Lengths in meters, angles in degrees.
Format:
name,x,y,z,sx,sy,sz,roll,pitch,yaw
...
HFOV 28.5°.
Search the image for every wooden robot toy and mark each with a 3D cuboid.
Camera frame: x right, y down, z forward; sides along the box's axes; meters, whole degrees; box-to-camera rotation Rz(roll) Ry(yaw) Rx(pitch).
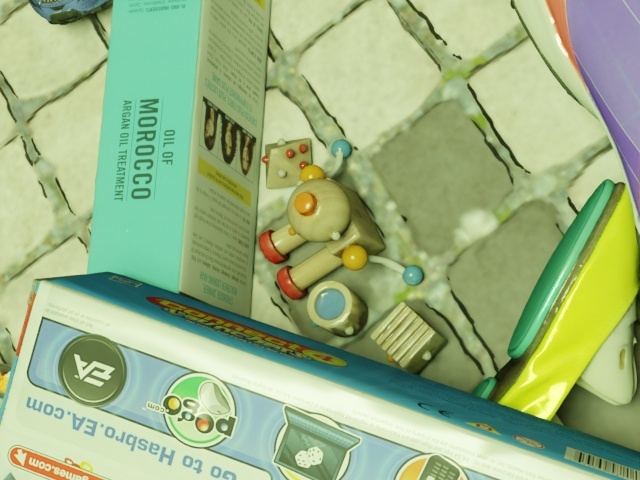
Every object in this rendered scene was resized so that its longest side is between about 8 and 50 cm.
name,x,y,z,sx,sy,sz,roll,pitch,yaw
wooden robot toy,0.000,0.000,0.712,0.076,0.079,0.173,-32,68,9

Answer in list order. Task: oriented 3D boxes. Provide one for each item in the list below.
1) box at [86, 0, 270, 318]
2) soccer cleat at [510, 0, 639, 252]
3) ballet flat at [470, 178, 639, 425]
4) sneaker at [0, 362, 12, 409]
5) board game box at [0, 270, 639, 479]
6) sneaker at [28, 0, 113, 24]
name,x,y,z,sx,sy,sz,roll,pitch,yaw
box,-0.081,-0.050,0.743,0.060,0.100,0.244,-2,76,20
soccer cleat,0.199,-0.056,0.598,0.108,0.116,0.318,-19,73,-27
ballet flat,0.118,0.080,0.662,0.077,0.077,0.231,34,91,2
sneaker,-0.162,0.121,0.739,0.215,0.084,0.083,15,87,21
board game box,-0.025,0.204,0.607,0.308,0.086,0.302,18,96,13
sneaker,-0.178,-0.246,0.832,0.083,0.087,0.221,-12,73,17
